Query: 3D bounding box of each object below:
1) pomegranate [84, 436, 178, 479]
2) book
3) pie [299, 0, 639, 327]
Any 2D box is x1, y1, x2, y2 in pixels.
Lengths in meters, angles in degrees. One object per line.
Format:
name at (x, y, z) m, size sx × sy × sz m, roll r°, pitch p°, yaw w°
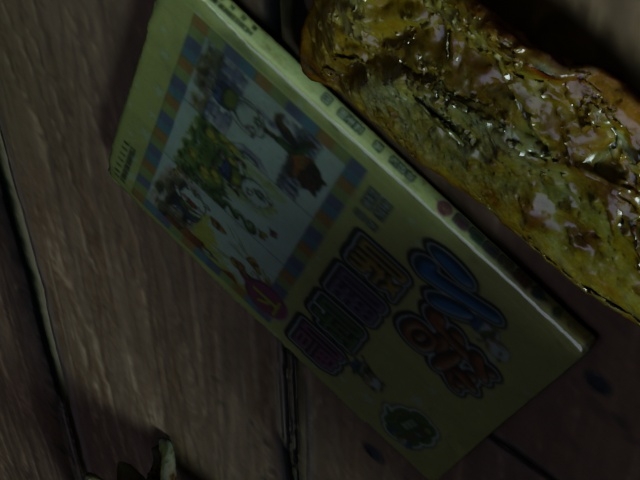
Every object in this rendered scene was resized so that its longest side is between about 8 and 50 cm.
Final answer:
pomegranate at (-0.076, 0.193, 0.901) m, size 0.129 × 0.129 × 0.159 m, roll -4°, pitch 116°, yaw 58°
book at (0.000, 0.000, 0.629) m, size 0.192 × 0.013 × 0.168 m, roll 43°, pitch 154°, yaw 5°
pie at (0.050, -0.035, 0.481) m, size 0.170 × 0.034 × 0.092 m, roll 39°, pitch 156°, yaw 28°
